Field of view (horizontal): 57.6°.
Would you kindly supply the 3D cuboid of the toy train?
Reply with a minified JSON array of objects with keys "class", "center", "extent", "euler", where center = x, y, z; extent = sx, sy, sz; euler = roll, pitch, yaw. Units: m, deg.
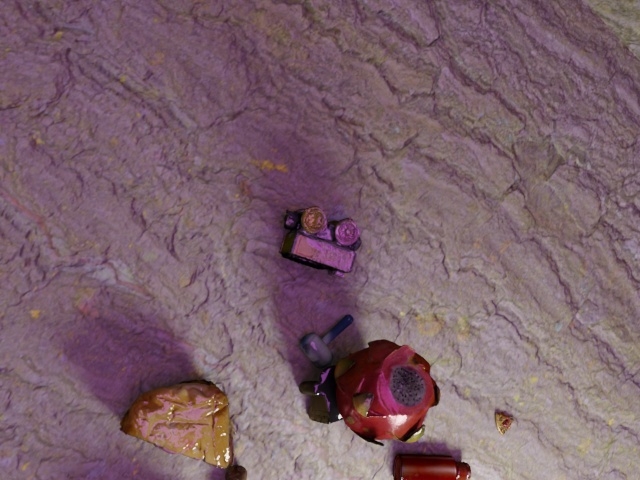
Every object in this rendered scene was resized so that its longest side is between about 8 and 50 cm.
[{"class":"toy train","center":[0.000,0.000,1.783],"extent":[0.260,0.134,0.177],"euler":[20,81,-17]}]

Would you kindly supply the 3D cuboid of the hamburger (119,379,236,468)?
[{"class":"hamburger","center":[-0.364,0.483,1.619],"extent":[0.330,0.162,0.209],"euler":[25,77,-14]}]

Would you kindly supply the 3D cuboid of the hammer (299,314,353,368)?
[{"class":"hammer","center":[0.032,0.302,1.817],"extent":[0.194,0.069,0.116],"euler":[-41,99,-21]}]

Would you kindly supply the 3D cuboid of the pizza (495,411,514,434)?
[{"class":"pizza","center":[0.647,0.631,2.028],"extent":[0.078,0.025,0.083],"euler":[-19,93,-17]}]

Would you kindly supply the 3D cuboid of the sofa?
[{"class":"sofa","center":[0.077,0.439,1.765],"extent":[0.258,0.200,0.182],"euler":[-9,79,-18]}]

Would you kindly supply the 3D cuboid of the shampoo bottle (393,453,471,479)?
[{"class":"shampoo bottle","center":[0.367,0.755,1.906],"extent":[0.260,0.064,0.102],"euler":[10,80,-19]}]

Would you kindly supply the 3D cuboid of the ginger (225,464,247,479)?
[{"class":"ginger","center":[-0.242,0.756,1.687],"extent":[0.104,0.080,0.204],"euler":[6,87,-13]}]

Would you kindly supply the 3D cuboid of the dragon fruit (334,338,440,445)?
[{"class":"dragon fruit","center":[0.194,0.415,1.601],"extent":[0.290,0.189,0.291],"euler":[4,77,-17]}]
